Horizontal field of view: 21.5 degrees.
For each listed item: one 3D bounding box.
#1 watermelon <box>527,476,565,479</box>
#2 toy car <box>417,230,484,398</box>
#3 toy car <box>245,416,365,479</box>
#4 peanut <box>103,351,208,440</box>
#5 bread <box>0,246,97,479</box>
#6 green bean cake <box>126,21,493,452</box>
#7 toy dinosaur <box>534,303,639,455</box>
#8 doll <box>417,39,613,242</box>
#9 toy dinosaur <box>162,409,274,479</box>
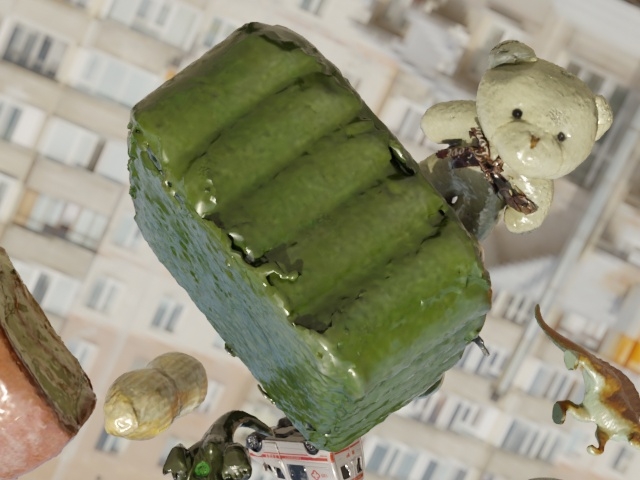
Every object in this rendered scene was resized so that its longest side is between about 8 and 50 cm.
[{"bbox_3d":[0.276,0.312,1.882,0.069,0.163,0.087,-17,-140,0],"label":"watermelon"},{"bbox_3d":[0.068,0.062,1.964,0.235,0.235,0.145,28,175,14],"label":"toy car"},{"bbox_3d":[-0.026,0.346,2.697,0.209,0.108,0.089,-2,-165,42],"label":"toy car"},{"bbox_3d":[-0.201,0.189,2.064,0.087,0.087,0.206,28,-161,13],"label":"peanut"},{"bbox_3d":[-0.314,0.109,1.585,0.244,0.123,0.190,57,-170,-19],"label":"bread"},{"bbox_3d":[0.000,0.000,1.458,0.335,0.218,0.319,49,166,10],"label":"green bean cake"},{"bbox_3d":[0.326,0.167,1.911,0.142,0.057,0.212,11,-122,-33],"label":"toy dinosaur"},{"bbox_3d":[0.204,-0.090,1.996,0.175,0.278,0.149,31,-146,-14],"label":"doll"},{"bbox_3d":[-0.097,0.251,1.626,0.087,0.187,0.179,0,165,4],"label":"toy dinosaur"}]
